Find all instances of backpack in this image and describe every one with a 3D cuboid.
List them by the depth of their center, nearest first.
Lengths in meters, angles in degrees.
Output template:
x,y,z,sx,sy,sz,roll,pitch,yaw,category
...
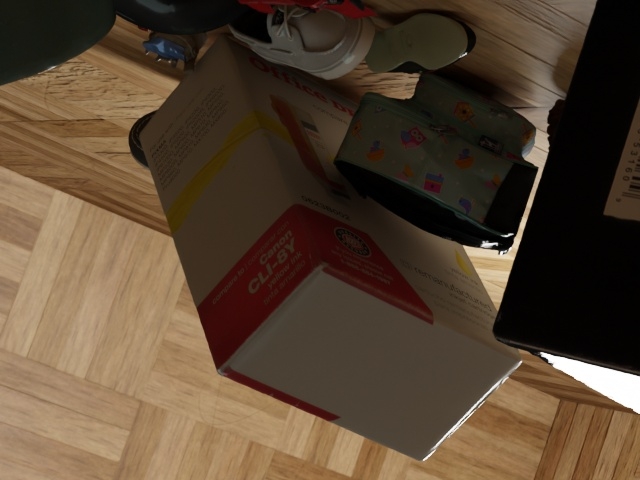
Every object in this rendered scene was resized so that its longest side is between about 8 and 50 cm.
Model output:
x,y,z,sx,sy,sz,roll,pitch,yaw,category
0.112,-0.080,1.803,0.188,0.144,0.166,18,180,6,backpack

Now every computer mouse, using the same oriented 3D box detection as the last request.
x,y,z,sx,sy,sz,roll,pitch,yaw,category
-0.192,-0.241,1.698,0.272,0.072,0.188,20,171,-1,computer mouse

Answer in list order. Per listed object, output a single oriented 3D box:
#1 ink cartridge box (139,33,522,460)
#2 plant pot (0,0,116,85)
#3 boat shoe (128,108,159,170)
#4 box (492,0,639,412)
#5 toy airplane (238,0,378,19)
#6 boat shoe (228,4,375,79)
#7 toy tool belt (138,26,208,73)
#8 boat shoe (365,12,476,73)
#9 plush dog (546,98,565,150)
x,y,z,sx,sy,sz,roll,pitch,yaw,category
0.000,0.000,1.909,0.279,0.160,0.384,25,-154,-36,ink cartridge box
-0.312,-0.238,1.410,0.290,0.195,0.290,-6,-156,3,plant pot
-0.073,-0.117,2.203,0.335,0.112,0.095,11,153,17,boat shoe
0.292,-0.021,1.228,0.183,0.296,0.294,13,171,36,box
-0.028,-0.205,1.561,0.151,0.028,0.151,17,175,2,toy airplane
-0.022,-0.191,1.701,0.063,0.066,0.184,23,-179,-34,boat shoe
-0.160,-0.204,1.955,0.083,0.051,0.052,16,172,23,toy tool belt
0.091,-0.169,1.628,0.042,0.049,0.133,-9,-178,-34,boat shoe
0.299,-0.022,1.705,0.262,0.210,0.225,16,148,26,plush dog
